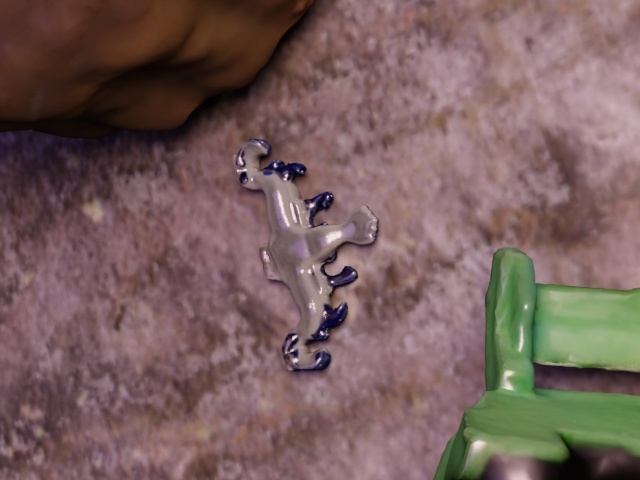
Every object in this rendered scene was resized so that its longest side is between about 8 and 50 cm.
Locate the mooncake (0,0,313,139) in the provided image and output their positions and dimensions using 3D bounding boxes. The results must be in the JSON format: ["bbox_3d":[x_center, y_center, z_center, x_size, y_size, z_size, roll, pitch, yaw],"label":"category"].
[{"bbox_3d":[-0.141,-0.212,0.693,0.324,0.187,0.323,-3,84,29],"label":"mooncake"}]

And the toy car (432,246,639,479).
[{"bbox_3d":[0.132,0.196,0.528,0.214,0.176,0.358,4,100,-3],"label":"toy car"}]

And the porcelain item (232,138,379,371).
[{"bbox_3d":[0.000,0.000,0.695,0.075,0.021,0.136,-21,78,26],"label":"porcelain item"}]
